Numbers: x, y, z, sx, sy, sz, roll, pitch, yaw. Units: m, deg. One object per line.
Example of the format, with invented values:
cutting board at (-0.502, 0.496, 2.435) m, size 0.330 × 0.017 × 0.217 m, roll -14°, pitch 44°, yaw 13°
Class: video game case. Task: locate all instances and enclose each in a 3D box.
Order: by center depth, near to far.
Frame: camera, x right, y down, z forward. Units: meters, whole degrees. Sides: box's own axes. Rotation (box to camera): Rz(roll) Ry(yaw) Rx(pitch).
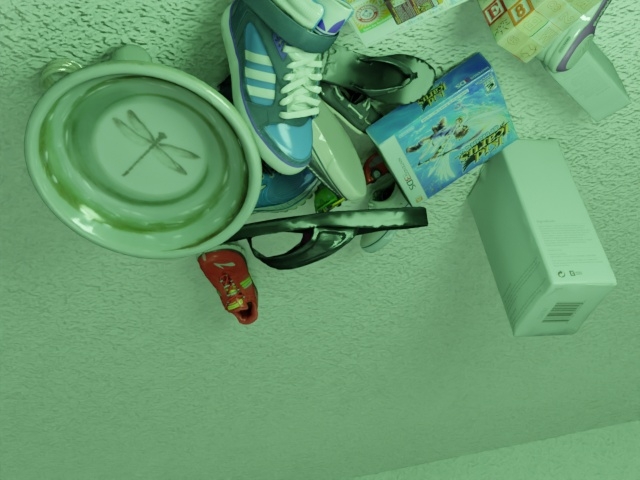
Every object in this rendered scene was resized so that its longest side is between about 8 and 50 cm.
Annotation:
video game case at (0.250, -0.213, 2.008) m, size 0.269 × 0.061 × 0.244 m, roll -34°, pitch 145°, yaw 2°

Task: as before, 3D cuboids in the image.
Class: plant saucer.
plant saucer at (-0.295, -0.147, 1.710) m, size 0.400 × 0.100 × 0.400 m, roll 2°, pitch 129°, yaw 3°

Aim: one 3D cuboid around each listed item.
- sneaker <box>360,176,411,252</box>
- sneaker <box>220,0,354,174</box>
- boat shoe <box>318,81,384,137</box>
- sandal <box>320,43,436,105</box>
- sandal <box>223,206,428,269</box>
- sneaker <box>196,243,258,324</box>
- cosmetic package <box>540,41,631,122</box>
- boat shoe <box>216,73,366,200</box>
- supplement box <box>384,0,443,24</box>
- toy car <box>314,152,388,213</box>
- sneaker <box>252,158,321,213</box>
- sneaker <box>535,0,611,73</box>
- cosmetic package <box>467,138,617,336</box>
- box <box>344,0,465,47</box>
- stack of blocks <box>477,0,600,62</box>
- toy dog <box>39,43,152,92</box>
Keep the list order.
sneaker at (0.143, -0.075, 2.223) m, size 0.091 × 0.094 × 0.258 m, roll 23°, pitch 130°, yaw -15°
sneaker at (-0.033, -0.291, 1.632) m, size 0.130 × 0.323 × 0.236 m, roll -13°, pitch 174°, yaw -45°
boat shoe at (0.070, -0.263, 1.931) m, size 0.206 × 0.075 × 0.065 m, roll 27°, pitch 132°, yaw -37°
sandal at (0.101, -0.305, 1.856) m, size 0.254 × 0.054 × 0.097 m, roll 4°, pitch 99°, yaw -22°
sandal at (0.002, 0.000, 2.016) m, size 0.445 × 0.107 × 0.167 m, roll -5°, pitch 177°, yaw -6°
sneaker at (-0.200, 0.106, 2.323) m, size 0.107 × 0.118 × 0.279 m, roll -19°, pitch 145°, yaw 9°
cosmetic package at (0.500, -0.335, 1.929) m, size 0.085 × 0.117 × 0.231 m, roll -31°, pitch 140°, yaw 25°
boat shoe at (-0.060, -0.195, 1.870) m, size 0.158 × 0.127 × 0.340 m, roll -25°, pitch 110°, yaw 26°
supplement box at (0.146, -0.392, 1.600) m, size 0.083 × 0.043 × 0.055 m, roll -23°, pitch 138°, yaw 15°
toy car at (0.044, -0.111, 2.075) m, size 0.239 × 0.053 × 0.225 m, roll -33°, pitch 177°, yaw 27°
sneaker at (-0.139, -0.122, 2.015) m, size 0.330 × 0.130 × 0.147 m, roll -24°, pitch 146°, yaw 17°
sneaker at (0.449, -0.452, 1.746) m, size 0.305 × 0.152 × 0.114 m, roll -58°, pitch 155°, yaw 17°
cosmetic package at (0.461, -0.009, 2.141) m, size 0.156 × 0.385 × 0.217 m, roll 0°, pitch 146°, yaw -16°
box at (0.134, -0.431, 1.679) m, size 0.203 × 0.114 × 0.103 m, roll -22°, pitch 143°, yaw 15°
stack of blocks at (0.404, -0.463, 1.670) m, size 0.087 × 0.171 × 0.297 m, roll 22°, pitch 132°, yaw -39°
toy dog at (-0.363, -0.184, 1.827) m, size 0.220 × 0.161 × 0.334 m, roll -13°, pitch 145°, yaw 0°
